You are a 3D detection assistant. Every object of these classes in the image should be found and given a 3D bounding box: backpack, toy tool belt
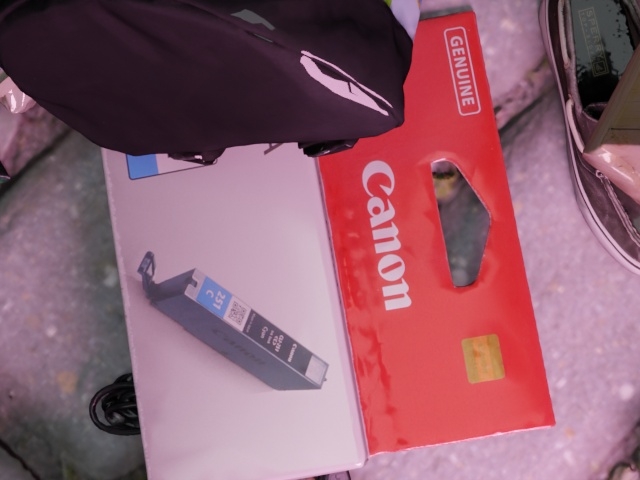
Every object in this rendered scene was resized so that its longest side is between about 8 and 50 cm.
[{"bbox_3d":[-0.051,-0.252,0.669,0.273,0.290,0.356,39,68,-36],"label":"backpack"},{"bbox_3d":[-0.203,-0.131,0.823,0.051,0.052,0.083,36,92,-7],"label":"toy tool belt"}]

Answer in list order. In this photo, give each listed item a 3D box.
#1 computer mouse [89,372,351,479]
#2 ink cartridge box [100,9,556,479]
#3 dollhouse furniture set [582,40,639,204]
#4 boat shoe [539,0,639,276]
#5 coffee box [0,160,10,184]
[{"bbox_3d":[-0.067,0.223,0.823,0.184,0.060,0.262,-1,80,7],"label":"computer mouse"},{"bbox_3d":[0.000,0.000,0.785,0.261,0.066,0.296,-11,81,4],"label":"ink cartridge box"},{"bbox_3d":[0.392,-0.011,0.689,0.394,0.256,0.362,34,80,-26],"label":"dollhouse furniture set"},{"bbox_3d":[0.196,-0.077,0.791,0.077,0.070,0.219,-20,90,4],"label":"boat shoe"},{"bbox_3d":[-0.324,-0.046,0.837,0.184,0.040,0.113,-31,89,3],"label":"coffee box"}]
